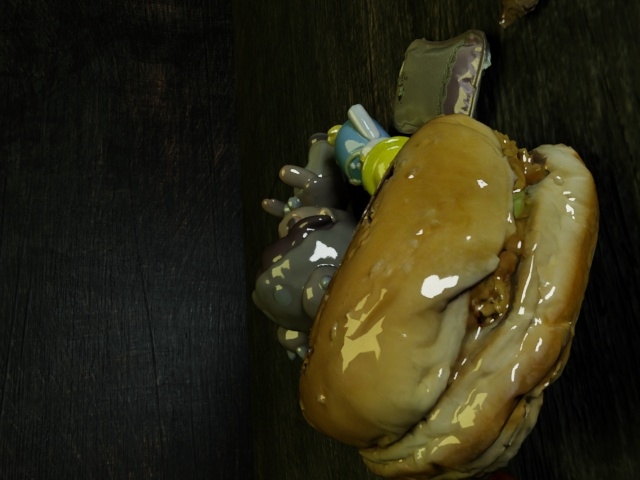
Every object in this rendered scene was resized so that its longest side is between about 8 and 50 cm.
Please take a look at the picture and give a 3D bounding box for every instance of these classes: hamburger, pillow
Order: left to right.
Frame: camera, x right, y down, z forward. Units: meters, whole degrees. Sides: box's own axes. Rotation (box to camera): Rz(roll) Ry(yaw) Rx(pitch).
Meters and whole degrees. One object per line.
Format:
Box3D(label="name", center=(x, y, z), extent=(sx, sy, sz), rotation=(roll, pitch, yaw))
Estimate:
Box3D(label="hamburger", center=(0.096, 0.055, 0.476), extent=(0.304, 0.174, 0.284), rotation=(-62, -4, -30))
Box3D(label="pillow", center=(0.139, -0.188, 0.656), extent=(0.232, 0.038, 0.130), rotation=(-126, 40, -67))

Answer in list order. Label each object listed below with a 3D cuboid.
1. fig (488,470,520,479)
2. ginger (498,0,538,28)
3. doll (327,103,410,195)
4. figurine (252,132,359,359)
Box3D(label="fig", center=(0.126, 0.351, 0.488), extent=(0.190, 0.191, 0.290), rotation=(-123, 37, -62))
Box3D(label="ginger", center=(0.167, -0.354, 0.513), extent=(0.122, 0.084, 0.290), rotation=(64, -164, -70))
Box3D(label="doll", center=(0.081, -0.117, 0.755), extent=(0.241, 0.099, 0.135), rotation=(-121, 38, -64))
Box3D(label="figurine", center=(0.000, -0.001, 0.902), extent=(0.248, 0.203, 0.380), rotation=(125, 153, -53))
